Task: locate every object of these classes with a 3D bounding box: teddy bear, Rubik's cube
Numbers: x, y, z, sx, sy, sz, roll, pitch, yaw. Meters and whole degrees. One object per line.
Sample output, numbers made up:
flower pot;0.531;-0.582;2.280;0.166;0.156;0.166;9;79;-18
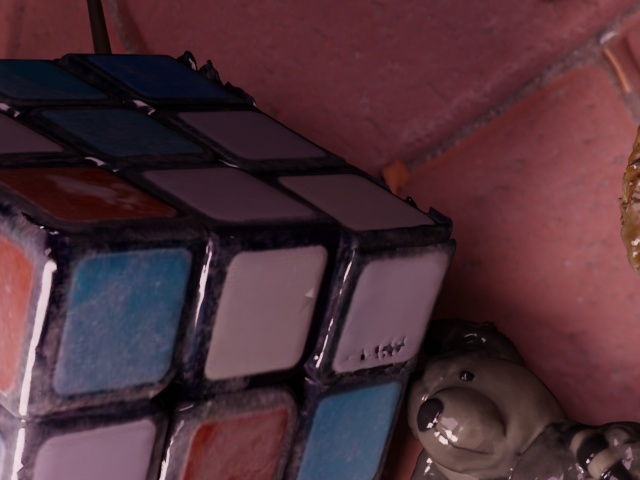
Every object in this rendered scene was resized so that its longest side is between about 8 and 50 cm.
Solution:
teddy bear;0.129;0.166;1.146;0.251;0.144;0.171;27;99;32
Rubik's cube;-0.175;0.080;1.140;0.362;0.359;0.363;31;113;36

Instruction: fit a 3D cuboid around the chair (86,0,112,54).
chair;-0.279;-0.081;1.420;0.188;0.166;0.272;18;130;29

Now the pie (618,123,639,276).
pie;0.301;-0.038;1.154;0.195;0.046;0.195;-7;74;27
